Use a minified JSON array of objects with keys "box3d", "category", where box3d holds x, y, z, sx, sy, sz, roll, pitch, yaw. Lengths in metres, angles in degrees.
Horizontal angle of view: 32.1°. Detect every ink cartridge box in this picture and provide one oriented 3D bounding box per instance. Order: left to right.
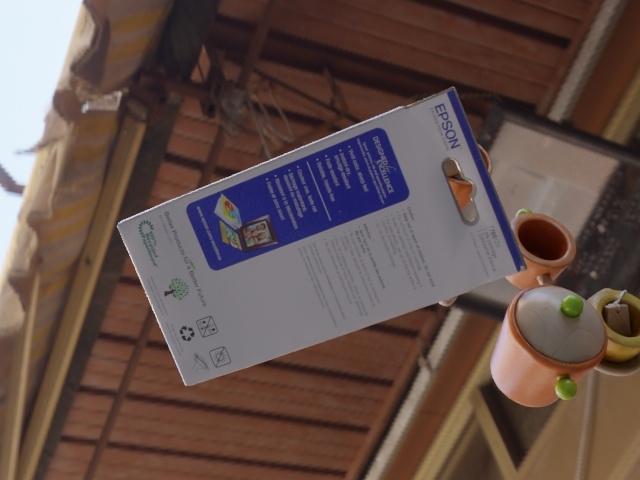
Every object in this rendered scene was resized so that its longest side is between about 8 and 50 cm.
[{"box3d":[0.000,0.000,0.964,0.333,0.065,0.165,-19,-85,21],"category":"ink cartridge box"}]

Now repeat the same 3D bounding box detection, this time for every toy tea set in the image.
[{"box3d":[0.190,0.009,1.089,0.200,0.336,0.124,-28,-27,-34],"category":"toy tea set"}]
